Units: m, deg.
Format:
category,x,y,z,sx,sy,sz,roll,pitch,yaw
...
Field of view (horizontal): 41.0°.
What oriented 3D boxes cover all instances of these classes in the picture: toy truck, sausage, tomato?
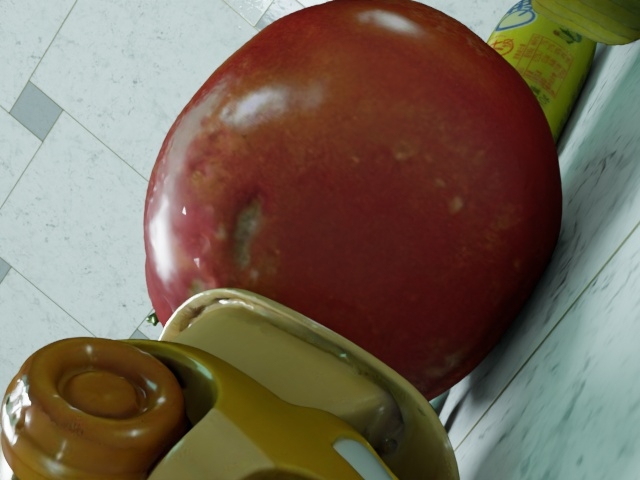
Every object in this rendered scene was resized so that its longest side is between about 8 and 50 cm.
category,x,y,z,sx,sy,sz,roll,pitch,yaw
toy truck,-0.057,0.160,0.443,0.212,0.288,0.204,-11,-50,-53
sausage,0.219,-0.156,0.967,0.347,0.123,0.123,-61,-3,-25
tomato,0.026,-0.018,0.674,0.325,0.290,0.293,-53,-4,3

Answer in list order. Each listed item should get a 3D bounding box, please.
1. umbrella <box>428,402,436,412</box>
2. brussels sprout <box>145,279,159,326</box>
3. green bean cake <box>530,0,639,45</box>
category,x,y,z,sx,sy,sz,roll,pitch,yaw
umbrella,0.029,0.209,0.836,0.349,0.094,0.143,117,179,-64
brussels sprout,0.017,0.007,1.089,0.425,0.361,0.342,-45,-53,-43
green bean cake,0.292,-0.309,0.773,0.236,0.124,0.233,-62,-3,7
